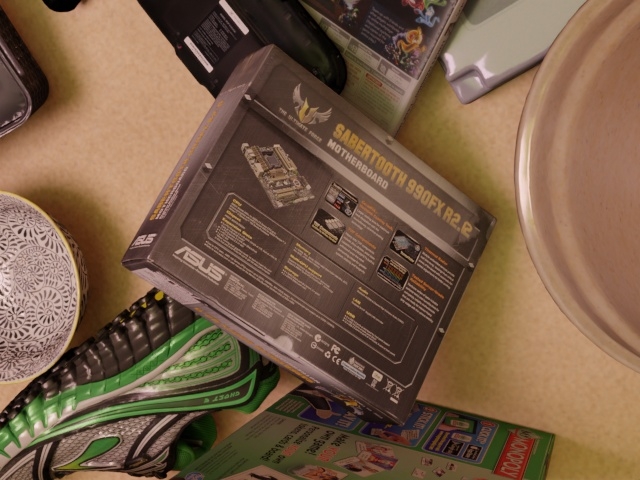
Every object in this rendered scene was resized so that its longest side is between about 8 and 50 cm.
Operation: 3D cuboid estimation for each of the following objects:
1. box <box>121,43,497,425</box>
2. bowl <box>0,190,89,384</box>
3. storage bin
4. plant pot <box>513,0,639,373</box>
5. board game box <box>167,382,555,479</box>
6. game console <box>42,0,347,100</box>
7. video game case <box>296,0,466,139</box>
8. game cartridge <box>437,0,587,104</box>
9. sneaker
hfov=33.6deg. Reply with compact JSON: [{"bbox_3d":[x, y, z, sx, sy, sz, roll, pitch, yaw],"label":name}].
[{"bbox_3d":[0.000,0.000,0.769,0.231,0.056,0.183,35,69,-22],"label":"box"},{"bbox_3d":[-0.268,0.037,0.947,0.170,0.080,0.170,2,96,19],"label":"bowl"},{"bbox_3d":[-0.341,-0.126,0.911,0.180,0.084,0.122,-28,108,6],"label":"storage bin"},{"bbox_3d":[0.293,-0.030,0.603,0.334,0.305,0.333,1,99,4],"label":"plant pot"},{"bbox_3d":[0.044,0.172,0.744,0.214,0.317,0.046,13,99,16],"label":"board game box"},{"bbox_3d":[-0.128,-0.223,0.853,0.213,0.044,0.361,-44,80,32],"label":"game console"},{"bbox_3d":[0.011,-0.184,0.819,0.190,0.022,0.173,38,125,18],"label":"video game case"},{"bbox_3d":[0.121,-0.276,0.791,0.196,0.060,0.294,-28,90,23],"label":"game cartridge"},{"bbox_3d":[-0.184,0.164,0.917,0.344,0.134,0.146,-34,100,25],"label":"sneaker"}]
